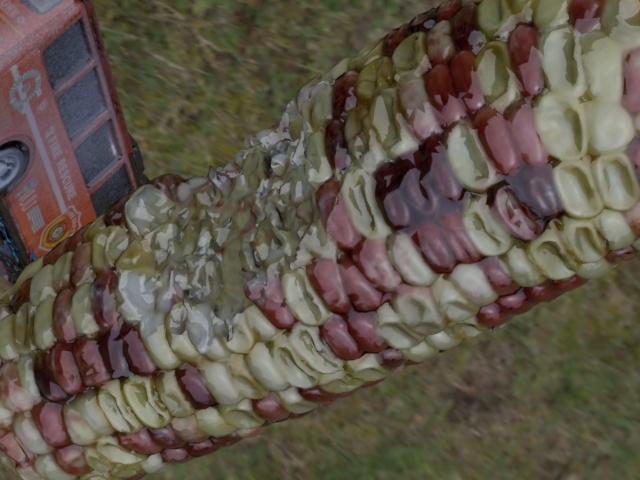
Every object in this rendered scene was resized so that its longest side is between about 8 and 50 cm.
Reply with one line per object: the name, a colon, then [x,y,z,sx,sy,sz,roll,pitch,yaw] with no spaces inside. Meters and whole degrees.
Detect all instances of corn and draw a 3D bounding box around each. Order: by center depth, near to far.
corn: [0.000,0.000,0.570,0.290,0.098,0.098,-26,114,22]

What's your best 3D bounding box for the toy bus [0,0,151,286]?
toy bus: [-0.136,-0.040,0.892,0.096,0.073,0.235,-40,154,-15]
